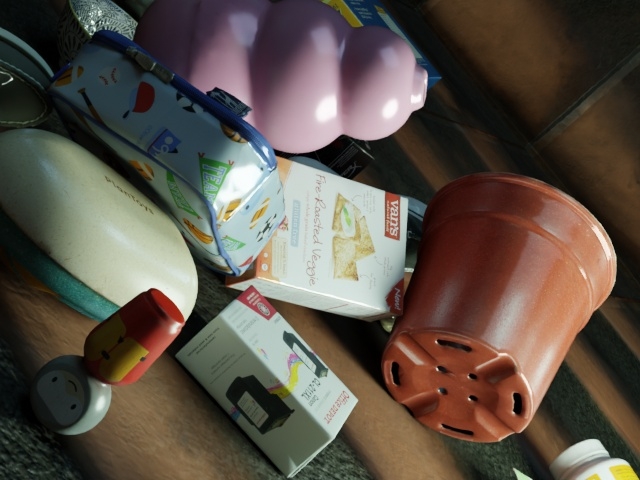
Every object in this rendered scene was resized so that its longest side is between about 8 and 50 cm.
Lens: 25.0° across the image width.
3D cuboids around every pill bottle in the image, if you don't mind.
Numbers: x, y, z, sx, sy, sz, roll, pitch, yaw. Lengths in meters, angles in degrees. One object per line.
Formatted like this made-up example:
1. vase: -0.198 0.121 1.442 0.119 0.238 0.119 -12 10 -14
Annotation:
1. pill bottle: 0.404 0.383 1.984 0.117 0.117 0.215 23 31 -51

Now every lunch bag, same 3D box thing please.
1. lunch bag: -0.158 -0.089 1.484 0.243 0.115 0.303 36 -15 13

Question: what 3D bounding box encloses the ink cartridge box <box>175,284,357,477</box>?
1. ink cartridge box: -0.053 0.146 1.521 0.175 0.072 0.127 47 18 -1

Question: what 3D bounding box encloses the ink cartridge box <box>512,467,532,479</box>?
1. ink cartridge box: 0.309 0.414 1.809 0.171 0.056 0.235 37 18 -31

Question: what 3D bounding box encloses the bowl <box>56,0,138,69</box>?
1. bowl: -0.269 -0.225 1.779 0.170 0.080 0.170 41 20 -19

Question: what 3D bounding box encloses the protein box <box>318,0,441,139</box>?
1. protein box: 0.044 -0.273 2.130 0.201 0.136 0.200 52 20 7

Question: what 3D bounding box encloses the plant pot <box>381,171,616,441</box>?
1. plant pot: 0.215 0.098 1.863 0.272 0.272 0.265 43 47 -13

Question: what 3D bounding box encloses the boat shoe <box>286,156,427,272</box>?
1. boat shoe: 0.063 -0.004 2.051 0.335 0.121 0.119 20 39 -33

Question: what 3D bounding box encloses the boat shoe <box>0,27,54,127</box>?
1. boat shoe: -0.380 -0.165 1.380 0.305 0.109 0.091 21 32 -42

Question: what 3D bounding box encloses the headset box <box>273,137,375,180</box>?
1. headset box: -0.071 -0.224 2.166 0.293 0.110 0.218 36 23 -31

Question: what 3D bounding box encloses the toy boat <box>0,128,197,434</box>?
1. toy boat: -0.219 0.036 1.308 0.267 0.148 0.318 41 12 -35

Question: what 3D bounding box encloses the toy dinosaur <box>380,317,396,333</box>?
1. toy dinosaur: 0.099 0.111 1.991 0.093 0.053 0.183 37 7 16

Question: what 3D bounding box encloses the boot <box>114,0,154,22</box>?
1. boot: -0.163 -0.282 1.901 0.213 0.077 0.165 18 13 -45

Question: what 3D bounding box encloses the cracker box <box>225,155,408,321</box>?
1. cracker box: 0.000 0.000 1.757 0.232 0.067 0.155 16 70 -37

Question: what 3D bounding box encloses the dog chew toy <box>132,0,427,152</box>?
1. dog chew toy: -0.044 -0.191 1.654 0.332 0.206 0.206 7 18 8
